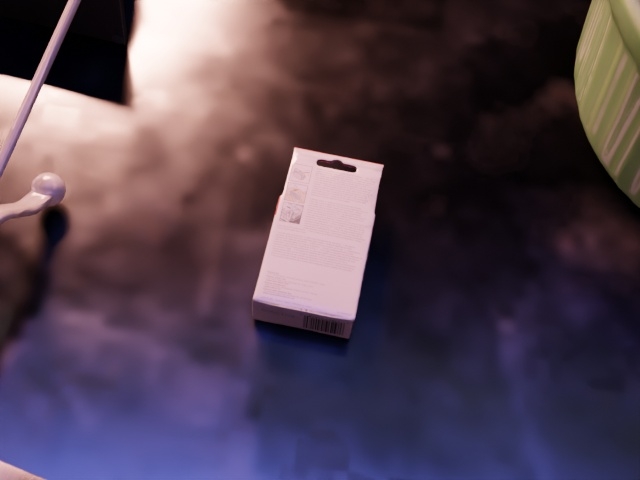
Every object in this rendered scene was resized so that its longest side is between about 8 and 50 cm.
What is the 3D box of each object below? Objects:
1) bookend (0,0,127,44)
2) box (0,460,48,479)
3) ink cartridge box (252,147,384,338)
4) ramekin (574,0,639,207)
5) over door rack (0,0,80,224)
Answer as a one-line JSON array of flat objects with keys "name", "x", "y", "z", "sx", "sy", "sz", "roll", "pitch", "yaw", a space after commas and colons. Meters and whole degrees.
[{"name": "bookend", "x": -0.191, "y": -0.236, "z": 0.767, "sx": 0.157, "sy": 0.072, "sz": 0.156, "roll": 15, "pitch": 60, "yaw": 3}, {"name": "box", "x": -0.272, "y": 0.169, "z": 0.544, "sx": 0.231, "sy": 0.056, "sz": 0.183, "roll": 20, "pitch": 61, "yaw": 6}, {"name": "ink cartridge box", "x": 0.000, "y": 0.000, "z": 0.678, "sx": 0.063, "sy": 0.029, "sz": 0.115, "roll": 12, "pitch": 60, "yaw": 2}, {"name": "ramekin", "x": 0.316, "y": -0.125, "z": 0.706, "sx": 0.303, "sy": 0.148, "sz": 0.303, "roll": 2, "pitch": 61, "yaw": -4}, {"name": "over door rack", "x": -0.264, "y": -0.111, "z": 0.655, "sx": 0.240, "sy": 0.108, "sz": 0.324, "roll": 16, "pitch": 82, "yaw": 5}]
